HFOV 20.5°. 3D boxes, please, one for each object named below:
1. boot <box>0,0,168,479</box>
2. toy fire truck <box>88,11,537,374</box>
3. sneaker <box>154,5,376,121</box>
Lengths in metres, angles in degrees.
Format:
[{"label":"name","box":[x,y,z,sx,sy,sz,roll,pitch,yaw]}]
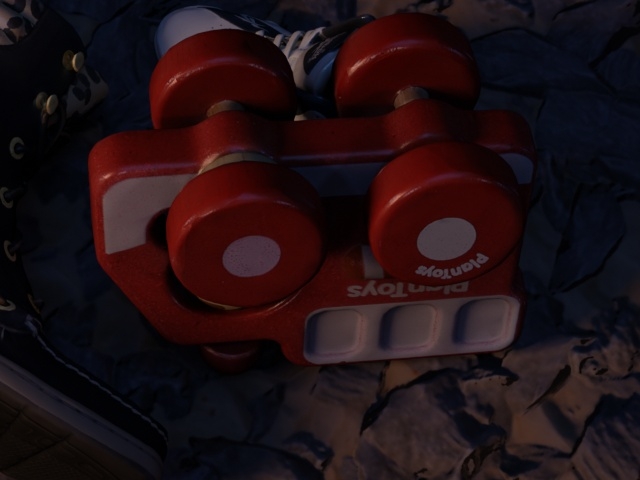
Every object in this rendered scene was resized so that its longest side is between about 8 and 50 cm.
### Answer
[{"label":"boot","box":[-0.227,-0.014,1.233,0.377,0.138,0.284,32,56,-7]},{"label":"toy fire truck","box":[0.000,0.000,1.193,0.302,0.254,0.169,-6,45,-8]},{"label":"sneaker","box":[-0.014,-0.130,1.294,0.235,0.153,0.094,34,68,9]}]
